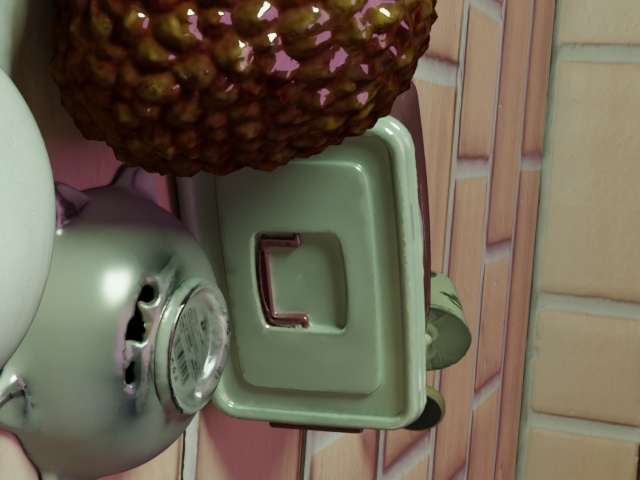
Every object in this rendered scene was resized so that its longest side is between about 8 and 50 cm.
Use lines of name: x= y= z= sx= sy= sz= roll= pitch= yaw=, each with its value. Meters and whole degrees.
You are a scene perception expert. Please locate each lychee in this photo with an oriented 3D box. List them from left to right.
lychee: x=-0.046 y=-0.153 z=0.685 sx=0.271 sy=0.236 sz=0.235 roll=-42 pitch=141 yaw=-23

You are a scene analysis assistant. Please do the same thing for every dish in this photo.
dish: x=-0.122 y=0.069 z=0.732 sx=0.228 sy=0.086 sz=0.236 roll=-16 pitch=110 yaw=-68

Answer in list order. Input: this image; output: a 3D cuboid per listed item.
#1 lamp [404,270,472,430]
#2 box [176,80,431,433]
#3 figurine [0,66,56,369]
lamp: x=0.131 y=0.136 z=1.379 sx=0.214 sy=0.121 sz=0.121 roll=-79 pitch=163 yaw=-51
box: x=0.000 y=0.000 z=0.917 sx=0.167 sy=0.194 sz=0.293 roll=-64 pitch=153 yaw=-61
figurine: x=-0.202 y=0.063 z=0.415 sx=0.281 sy=0.167 sz=0.369 roll=-8 pitch=112 yaw=-65
